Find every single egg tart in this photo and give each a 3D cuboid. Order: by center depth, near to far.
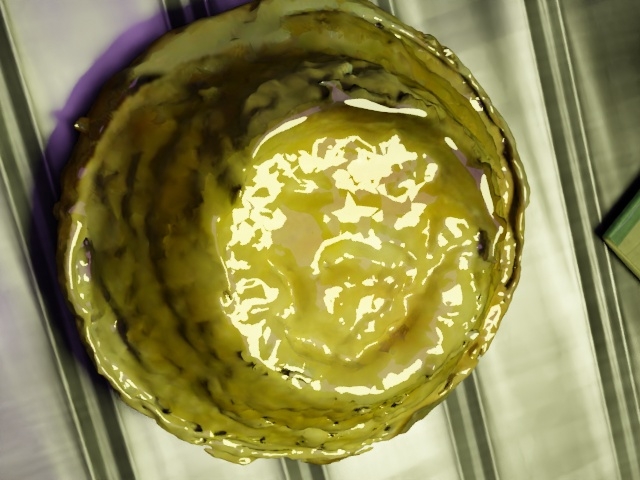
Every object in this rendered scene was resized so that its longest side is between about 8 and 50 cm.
[{"bbox_3d":[0.000,0.000,0.869,0.345,0.132,0.345,-3,100,-19],"label":"egg tart"}]

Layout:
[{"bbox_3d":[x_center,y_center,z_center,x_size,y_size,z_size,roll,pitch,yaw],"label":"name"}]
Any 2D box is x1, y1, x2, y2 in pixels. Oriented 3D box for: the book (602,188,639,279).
[{"bbox_3d":[0.376,-0.042,1.059,0.215,0.025,0.282,42,83,-22],"label":"book"}]
